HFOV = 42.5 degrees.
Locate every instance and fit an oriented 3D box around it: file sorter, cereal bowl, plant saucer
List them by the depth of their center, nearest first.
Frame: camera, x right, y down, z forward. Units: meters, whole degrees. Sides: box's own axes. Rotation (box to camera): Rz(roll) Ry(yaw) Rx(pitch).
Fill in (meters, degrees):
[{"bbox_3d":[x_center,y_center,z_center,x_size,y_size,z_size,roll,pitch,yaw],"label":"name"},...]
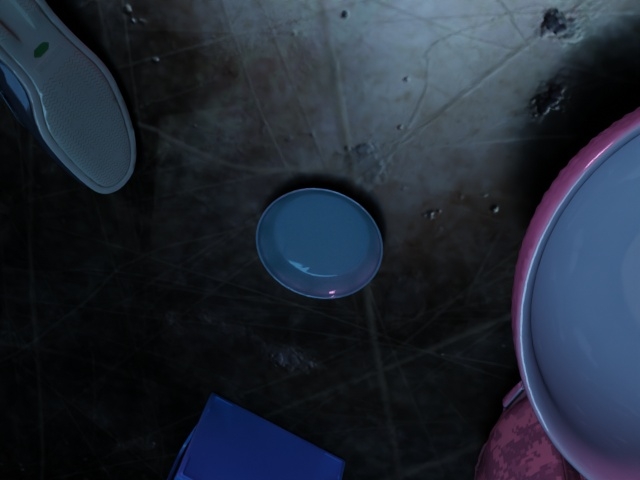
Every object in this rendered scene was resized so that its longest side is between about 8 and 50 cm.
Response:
[{"bbox_3d":[0.311,0.041,0.638,0.339,0.141,0.339,1,103,5],"label":"cereal bowl"},{"bbox_3d":[0.000,0.000,0.768,0.119,0.021,0.119,5,121,9],"label":"plant saucer"},{"bbox_3d":[-0.079,0.273,0.895,0.170,0.118,0.104,29,126,-7],"label":"file sorter"}]

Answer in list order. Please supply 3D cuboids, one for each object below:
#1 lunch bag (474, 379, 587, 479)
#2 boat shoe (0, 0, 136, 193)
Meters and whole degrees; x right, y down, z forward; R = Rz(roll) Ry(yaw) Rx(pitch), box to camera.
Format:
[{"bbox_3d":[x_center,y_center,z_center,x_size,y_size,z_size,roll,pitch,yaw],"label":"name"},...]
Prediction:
[{"bbox_3d":[0.242,0.293,0.740,0.212,0.305,0.256,-2,124,9],"label":"lunch bag"},{"bbox_3d":[-0.241,-0.142,0.710,0.079,0.084,0.233,12,141,50],"label":"boat shoe"}]
